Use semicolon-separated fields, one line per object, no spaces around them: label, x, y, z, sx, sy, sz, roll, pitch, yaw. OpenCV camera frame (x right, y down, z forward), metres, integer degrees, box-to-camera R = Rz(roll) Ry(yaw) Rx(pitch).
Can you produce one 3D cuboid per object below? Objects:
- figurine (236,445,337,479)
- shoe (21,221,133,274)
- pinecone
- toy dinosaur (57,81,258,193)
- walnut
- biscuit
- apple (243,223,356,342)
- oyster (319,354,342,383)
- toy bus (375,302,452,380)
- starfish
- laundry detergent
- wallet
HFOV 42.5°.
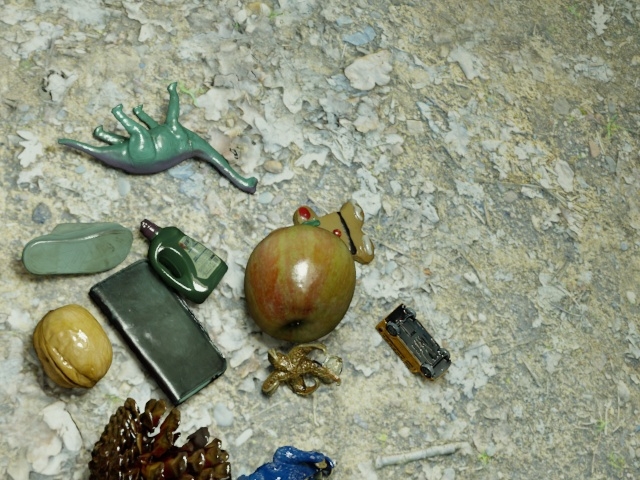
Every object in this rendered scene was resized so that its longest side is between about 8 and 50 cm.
figurine;-0.069;0.519;1.744;0.262;0.120;0.164;5;71;-43
shoe;-0.529;0.012;1.768;0.251;0.103;0.100;-11;29;-43
pinecone;-0.303;0.432;1.597;0.292;0.246;0.247;24;58;-33
toy dinosaur;-0.363;-0.175;1.933;0.383;0.129;0.331;-36;94;-32
walnut;-0.495;0.215;1.653;0.144;0.144;0.180;-24;87;-32
biscuit;0.000;0.000;2.049;0.301;0.049;0.197;-11;70;-28
apple;-0.046;0.100;1.853;0.256;0.257;0.234;17;46;-18
oyster;0.024;0.302;1.937;0.054;0.019;0.083;47;58;2
toy bus;0.228;0.255;2.016;0.083;0.088;0.194;-36;84;-33
starfish;-0.040;0.287;1.847;0.189;0.146;0.074;7;22;-23
laundry detergent;-0.323;0.037;1.849;0.221;0.078;0.144;39;40;-7
wallet;-0.347;0.193;1.788;0.172;0.045;0.318;-34;80;-38
